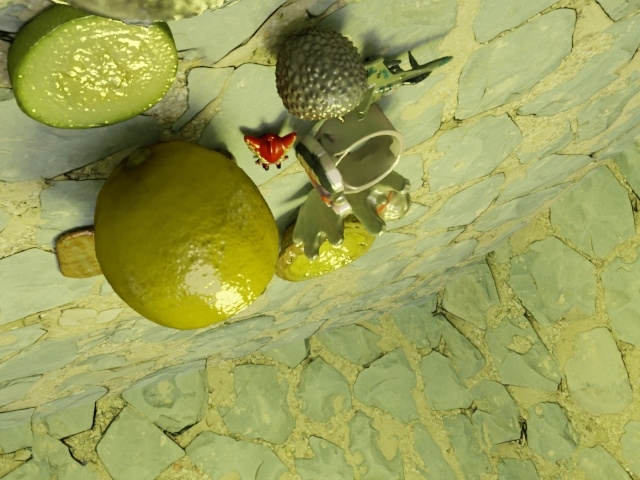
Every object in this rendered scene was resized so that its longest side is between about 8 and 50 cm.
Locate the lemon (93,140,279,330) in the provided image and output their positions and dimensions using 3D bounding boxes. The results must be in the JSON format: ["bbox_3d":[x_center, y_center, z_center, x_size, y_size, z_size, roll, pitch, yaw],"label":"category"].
[{"bbox_3d":[-0.275,-0.028,1.238,0.364,0.364,0.364,-21,161,-8],"label":"lemon"}]

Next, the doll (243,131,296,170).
[{"bbox_3d":[-0.107,-0.196,1.394,0.109,0.057,0.169,-5,172,-4],"label":"doll"}]

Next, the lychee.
[{"bbox_3d":[0.003,-0.279,1.131,0.165,0.165,0.197,-22,128,-6],"label":"lychee"}]

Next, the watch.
[{"bbox_3d":[0.074,-0.192,1.428,0.231,0.196,0.244,-29,155,-2],"label":"watch"}]

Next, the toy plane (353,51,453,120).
[{"bbox_3d":[0.143,-0.332,1.296,0.262,0.088,0.192,-31,168,-9],"label":"toy plane"}]

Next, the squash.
[{"bbox_3d":[-0.332,-0.260,0.967,0.252,0.048,0.252,-22,160,-8],"label":"squash"}]

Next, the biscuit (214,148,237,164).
[{"bbox_3d":[-0.202,-0.137,1.435,0.061,0.055,0.219,6,160,4],"label":"biscuit"}]

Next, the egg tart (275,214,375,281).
[{"bbox_3d":[0.000,0.000,1.907,0.346,0.132,0.345,-22,161,-8],"label":"egg tart"}]

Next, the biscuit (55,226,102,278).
[{"bbox_3d":[-0.557,0.036,1.514,0.119,0.029,0.247,-15,159,-23],"label":"biscuit"}]

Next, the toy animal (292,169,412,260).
[{"bbox_3d":[0.089,-0.073,1.683,0.188,0.266,0.307,-11,127,-63],"label":"toy animal"}]

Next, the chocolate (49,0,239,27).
[{"bbox_3d":[-0.169,-0.380,0.593,0.303,0.212,0.303,-17,157,-8],"label":"chocolate"}]
